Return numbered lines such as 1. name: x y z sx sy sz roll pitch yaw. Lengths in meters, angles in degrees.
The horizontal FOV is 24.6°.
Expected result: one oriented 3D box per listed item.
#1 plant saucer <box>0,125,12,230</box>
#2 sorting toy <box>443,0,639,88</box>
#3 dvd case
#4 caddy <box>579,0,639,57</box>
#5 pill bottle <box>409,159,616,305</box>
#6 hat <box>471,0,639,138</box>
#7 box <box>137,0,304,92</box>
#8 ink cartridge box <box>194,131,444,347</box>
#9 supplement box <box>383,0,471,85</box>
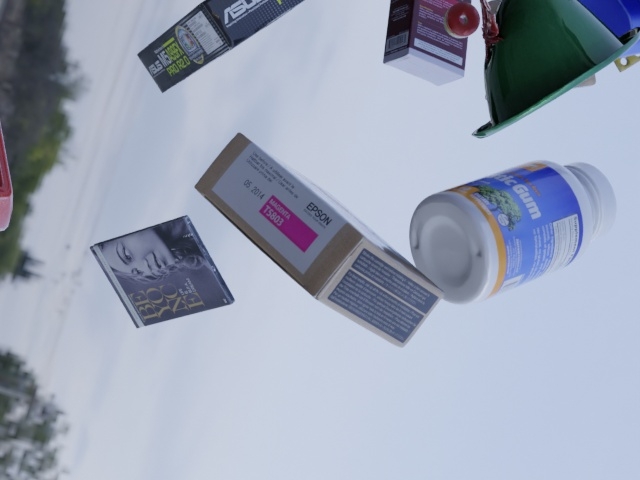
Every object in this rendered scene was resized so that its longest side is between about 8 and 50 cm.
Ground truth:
1. plant saucer: -0.403 -0.132 1.416 0.047 0.258 0.259 -12 -93 35
2. sorting toy: 0.308 -0.267 1.961 0.046 0.274 0.132 179 -97 -83
3. dvd case: -0.261 0.055 2.403 0.221 0.165 0.018 -15 -159 37
4. caddy: 0.359 -0.375 1.726 0.341 0.179 0.241 55 -43 16
5. pill bottle: 0.261 -0.021 1.933 0.152 0.272 0.152 25 -56 44
6. hat: 0.166 -0.212 1.291 0.173 0.184 0.208 -36 -175 -22
7. box: -0.078 -0.268 1.666 0.216 0.060 0.270 -37 -171 -20
8. ink cartridge box: 0.000 0.000 1.631 0.088 0.193 0.234 -51 -127 4
9. supplement box: 0.187 -0.399 2.500 0.073 0.130 0.240 -13 -115 52
